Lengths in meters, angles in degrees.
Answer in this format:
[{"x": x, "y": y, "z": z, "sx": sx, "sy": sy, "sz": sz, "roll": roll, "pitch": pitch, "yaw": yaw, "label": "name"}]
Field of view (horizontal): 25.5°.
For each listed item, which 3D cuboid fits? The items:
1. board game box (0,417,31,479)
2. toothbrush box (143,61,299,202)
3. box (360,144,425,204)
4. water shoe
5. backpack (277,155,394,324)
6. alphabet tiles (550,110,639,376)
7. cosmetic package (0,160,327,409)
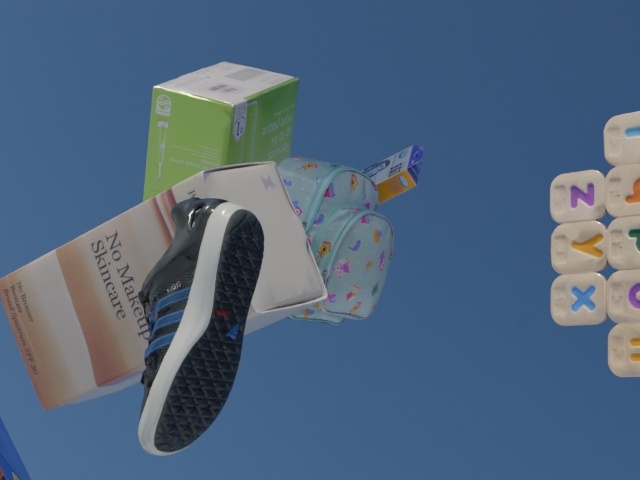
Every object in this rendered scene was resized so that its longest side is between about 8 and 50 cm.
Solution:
[{"x": -0.195, "y": 0.160, "z": 0.803, "sx": 0.027, "sy": 0.145, "sz": 0.281, "roll": -12, "pitch": -55, "yaw": 5, "label": "board game box"}, {"x": -0.136, "y": -0.076, "z": 1.885, "sx": 0.122, "sy": 0.206, "sz": 0.283, "roll": 16, "pitch": -69, "yaw": 19, "label": "toothbrush box"}, {"x": 0.071, "y": -0.070, "z": 1.731, "sx": 0.136, "sy": 0.081, "sz": 0.028, "roll": -24, "pitch": -71, "yaw": 20, "label": "box"}, {"x": -0.105, "y": 0.066, "z": 1.106, "sx": 0.080, "sy": 0.203, "sz": 0.073, "roll": 15, "pitch": -8, "yaw": 40, "label": "water shoe"}, {"x": 0.000, "y": 0.000, "z": 1.627, "sx": 0.144, "sy": 0.166, "sz": 0.188, "roll": 8, "pitch": -94, "yaw": 31, "label": "backpack"}, {"x": 0.364, "y": 0.000, "z": 1.480, "sx": 0.278, "sy": 0.021, "sz": 0.284, "roll": -8, "pitch": -103, "yaw": 41, "label": "alphabet tiles"}, {"x": -0.162, "y": 0.048, "z": 1.406, "sx": 0.296, "sy": 0.129, "sz": 0.153, "roll": -27, "pitch": -98, "yaw": 31, "label": "cosmetic package"}]
